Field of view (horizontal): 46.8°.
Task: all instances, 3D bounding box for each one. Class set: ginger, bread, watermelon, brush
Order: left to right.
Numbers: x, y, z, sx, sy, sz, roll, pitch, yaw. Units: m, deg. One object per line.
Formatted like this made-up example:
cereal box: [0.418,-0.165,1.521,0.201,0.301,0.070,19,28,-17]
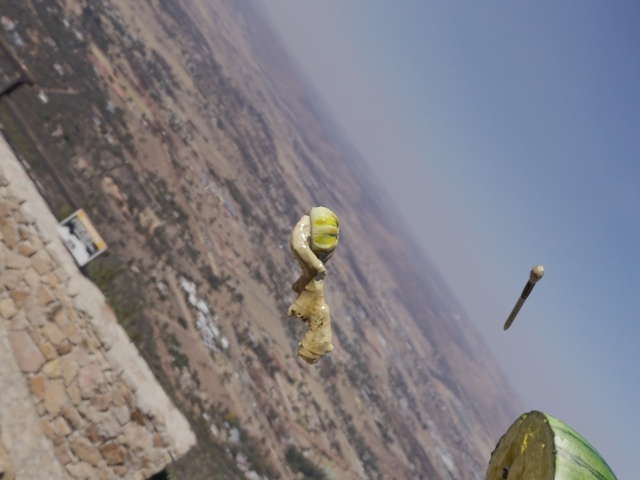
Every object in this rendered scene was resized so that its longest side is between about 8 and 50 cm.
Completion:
ginger: [-0.026,0.097,1.412,0.075,0.089,0.288,-39,123,-68]
bread: [0.000,0.000,1.690,0.094,0.082,0.157,-90,-171,-70]
brush: [0.654,0.190,2.394,0.042,0.039,0.299,-109,-154,-44]
watermelon: [0.321,0.417,1.011,0.189,0.331,0.331,25,7,1]
